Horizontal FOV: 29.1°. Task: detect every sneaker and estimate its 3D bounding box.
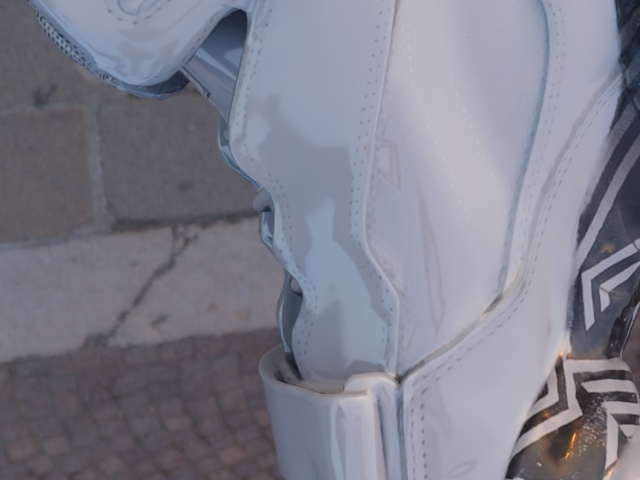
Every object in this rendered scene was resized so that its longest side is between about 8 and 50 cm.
[{"bbox_3d":[0.000,0.000,0.369,0.210,0.137,0.366,17,90,-8],"label":"sneaker"}]
